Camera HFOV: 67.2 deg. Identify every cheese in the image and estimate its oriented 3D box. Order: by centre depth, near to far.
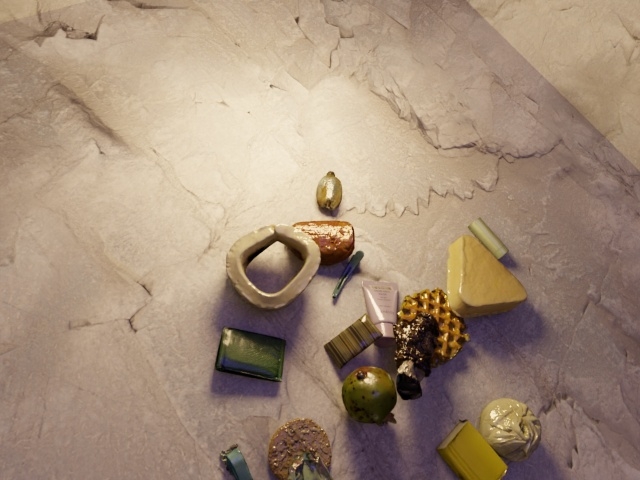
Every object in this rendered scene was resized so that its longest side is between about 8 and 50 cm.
[{"bbox_3d":[-0.168,0.088,1.761,0.332,0.153,0.292,-40,85,-14],"label":"cheese"},{"bbox_3d":[0.653,0.185,2.015,0.383,0.104,0.384,14,52,-19],"label":"cheese"}]

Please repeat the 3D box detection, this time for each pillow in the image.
[{"bbox_3d":[0.122,0.371,1.786,0.203,0.038,0.113,-36,62,-6],"label":"pillow"}]

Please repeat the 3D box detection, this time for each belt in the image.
[{"bbox_3d":[-0.246,0.739,1.511,0.065,0.100,0.179,-23,88,-27],"label":"belt"}]

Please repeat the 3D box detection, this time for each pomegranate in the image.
[{"bbox_3d":[0.191,0.547,1.675,0.245,0.198,0.198,32,59,-11],"label":"pomegranate"}]

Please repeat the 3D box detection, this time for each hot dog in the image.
[{"bbox_3d":[0.000,0.000,1.930,0.271,0.122,0.196,-4,64,-2],"label":"hot dog"}]

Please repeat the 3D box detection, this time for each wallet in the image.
[{"bbox_3d":[-0.241,0.400,1.687,0.235,0.055,0.161,16,57,-16],"label":"wallet"}]

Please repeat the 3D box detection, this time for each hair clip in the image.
[{"bbox_3d":[0.105,0.142,1.934,0.039,0.070,0.230,33,66,-3],"label":"hair clip"}]

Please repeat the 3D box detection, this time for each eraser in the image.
[{"bbox_3d":[0.546,0.785,1.732,0.158,0.069,0.226,-35,78,-28],"label":"eraser"}]

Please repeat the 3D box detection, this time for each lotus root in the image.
[{"bbox_3d":[0.040,-0.218,2.071,0.113,0.088,0.192,9,61,-6],"label":"lotus root"}]

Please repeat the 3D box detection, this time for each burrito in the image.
[{"bbox_3d":[-0.018,0.786,1.521,0.143,0.089,0.229,-28,91,-33],"label":"burrito"}]

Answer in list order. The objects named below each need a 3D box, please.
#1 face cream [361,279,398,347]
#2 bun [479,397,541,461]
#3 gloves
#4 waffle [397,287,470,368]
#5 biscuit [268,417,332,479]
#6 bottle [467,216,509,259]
[{"bbox_3d":[0.244,0.278,1.891,0.153,0.096,0.274,4,52,-6],"label":"face cream"},{"bbox_3d":[0.715,0.701,1.790,0.229,0.145,0.230,6,66,-13],"label":"bun"},{"bbox_3d":[0.339,0.404,1.744,0.210,0.135,0.313,52,51,-28],"label":"gloves"},{"bbox_3d":[0.443,0.339,1.927,0.324,0.068,0.302,-23,73,-28],"label":"waffle"},{"bbox_3d":[-0.066,0.702,1.600,0.219,0.033,0.220,6,66,-14],"label":"biscuit"},{"bbox_3d":[0.768,-0.009,2.205,0.072,0.072,0.202,-33,78,-29],"label":"bottle"}]
